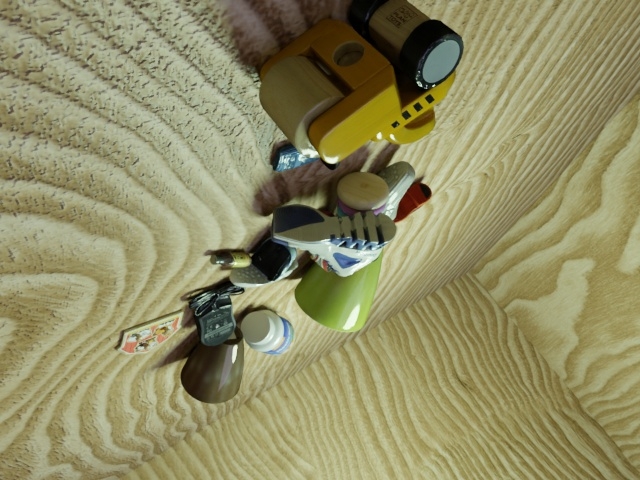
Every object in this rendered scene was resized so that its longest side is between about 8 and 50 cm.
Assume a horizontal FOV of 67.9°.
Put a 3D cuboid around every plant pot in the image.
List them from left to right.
[{"bbox_3d":[-0.351,0.401,1.642,0.215,0.215,0.230,-11,133,-46],"label":"plant pot"},{"bbox_3d":[0.092,0.110,1.624,0.275,0.275,0.293,-6,129,-51],"label":"plant pot"}]

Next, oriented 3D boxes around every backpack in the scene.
[{"bbox_3d":[-0.123,0.039,1.326,0.114,0.105,0.084,-48,178,28],"label":"backpack"}]

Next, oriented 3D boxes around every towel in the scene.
[{"bbox_3d":[-0.048,-0.188,1.056,0.119,0.029,0.067,-23,156,-30],"label":"towel"}]

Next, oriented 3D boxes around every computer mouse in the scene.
[{"bbox_3d":[-0.321,0.218,1.459,0.188,0.072,0.272,-20,142,-30],"label":"computer mouse"}]

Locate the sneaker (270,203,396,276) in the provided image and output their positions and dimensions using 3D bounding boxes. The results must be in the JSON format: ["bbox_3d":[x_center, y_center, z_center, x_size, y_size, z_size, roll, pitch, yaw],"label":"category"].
[{"bbox_3d":[0.025,0.017,1.240,0.316,0.127,0.182,5,139,-4],"label":"sneaker"}]

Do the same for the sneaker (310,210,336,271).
[{"bbox_3d":[0.000,0.000,1.445,0.088,0.093,0.225,-43,148,-36],"label":"sneaker"}]

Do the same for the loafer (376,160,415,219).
[{"bbox_3d":[0.186,-0.114,1.422,0.111,0.112,0.319,16,142,-24],"label":"loafer"}]

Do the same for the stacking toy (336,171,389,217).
[{"bbox_3d":[0.106,-0.030,1.366,0.141,0.141,0.330,-25,142,-25],"label":"stacking toy"}]

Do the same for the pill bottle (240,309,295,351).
[{"bbox_3d":[-0.197,0.342,1.772,0.152,0.152,0.272,-35,159,-1],"label":"pill bottle"}]

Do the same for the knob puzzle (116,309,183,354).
[{"bbox_3d":[-0.494,0.289,1.390,0.213,0.030,0.213,-30,158,-13],"label":"knob puzzle"}]

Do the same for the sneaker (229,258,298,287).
[{"bbox_3d":[-0.174,0.101,1.408,0.235,0.090,0.095,-11,157,-45],"label":"sneaker"}]

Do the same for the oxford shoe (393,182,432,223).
[{"bbox_3d":[0.258,-0.099,1.612,0.271,0.097,0.098,-25,164,-22],"label":"oxford shoe"}]

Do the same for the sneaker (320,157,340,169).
[{"bbox_3d":[0.052,-0.227,1.087,0.089,0.051,0.170,-45,174,-15],"label":"sneaker"}]

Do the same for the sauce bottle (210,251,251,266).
[{"bbox_3d":[-0.237,0.051,1.257,0.042,0.042,0.128,-44,159,21],"label":"sauce bottle"}]

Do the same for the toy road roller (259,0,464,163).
[{"bbox_3d":[0.083,-0.252,0.835,0.329,0.202,0.240,-35,149,-2],"label":"toy road roller"}]
